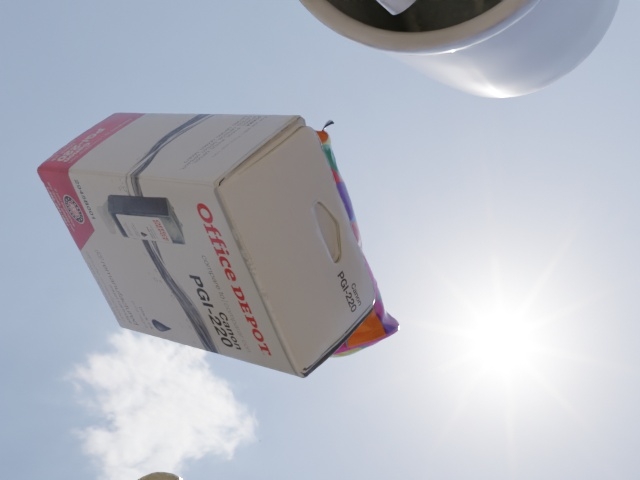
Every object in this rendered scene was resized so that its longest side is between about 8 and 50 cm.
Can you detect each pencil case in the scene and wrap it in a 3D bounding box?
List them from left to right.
[{"bbox_3d":[0.000,0.000,0.961,0.104,0.104,0.237,-17,-93,-7],"label":"pencil case"}]

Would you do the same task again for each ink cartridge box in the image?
[{"bbox_3d":[-0.084,-0.004,0.688,0.092,0.217,0.159,-43,-56,-35],"label":"ink cartridge box"}]

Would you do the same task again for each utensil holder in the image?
[{"bbox_3d":[0.169,-0.339,1.070,0.327,0.385,0.328,0,-91,24],"label":"utensil holder"}]

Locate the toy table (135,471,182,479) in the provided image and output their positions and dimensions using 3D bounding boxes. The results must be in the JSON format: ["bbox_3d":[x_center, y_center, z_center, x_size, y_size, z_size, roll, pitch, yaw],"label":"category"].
[{"bbox_3d":[-0.216,0.289,0.737,0.160,0.274,0.252,13,-98,5],"label":"toy table"}]

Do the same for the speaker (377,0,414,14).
[{"bbox_3d":[0.029,-0.247,0.780,0.136,0.055,0.055,36,-103,-23],"label":"speaker"}]
